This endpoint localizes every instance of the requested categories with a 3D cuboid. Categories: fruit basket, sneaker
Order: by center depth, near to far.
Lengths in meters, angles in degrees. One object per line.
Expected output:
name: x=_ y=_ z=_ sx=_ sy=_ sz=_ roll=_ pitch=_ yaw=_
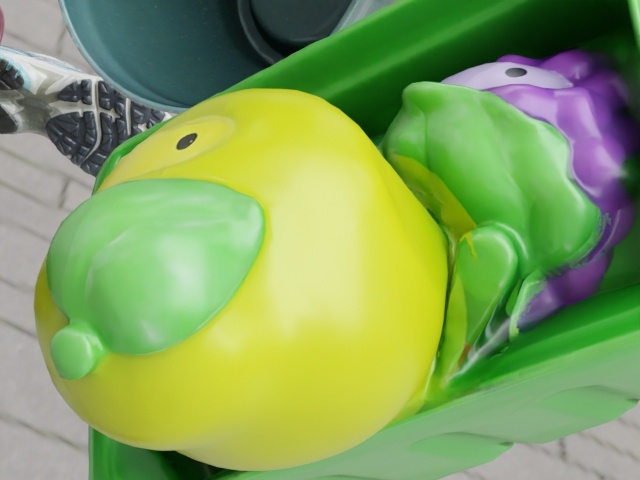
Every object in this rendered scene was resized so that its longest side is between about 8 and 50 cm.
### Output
fruit basket: x=0.000 y=0.000 z=0.816 sx=0.392 sy=0.392 sz=0.283 roll=15 pitch=55 yaw=-29
sneaker: x=-0.265 y=-0.152 z=1.765 sx=0.283 sy=0.110 sz=0.122 roll=23 pitch=21 yaw=-1

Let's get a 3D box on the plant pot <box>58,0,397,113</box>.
plant pot: x=-0.041 y=-0.231 z=1.317 sx=0.293 sy=0.293 sz=0.196 roll=46 pitch=15 yaw=23

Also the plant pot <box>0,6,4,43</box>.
plant pot: x=-0.431 y=-0.202 z=1.530 sx=0.180 sy=0.201 sz=0.201 roll=41 pitch=30 yaw=9
